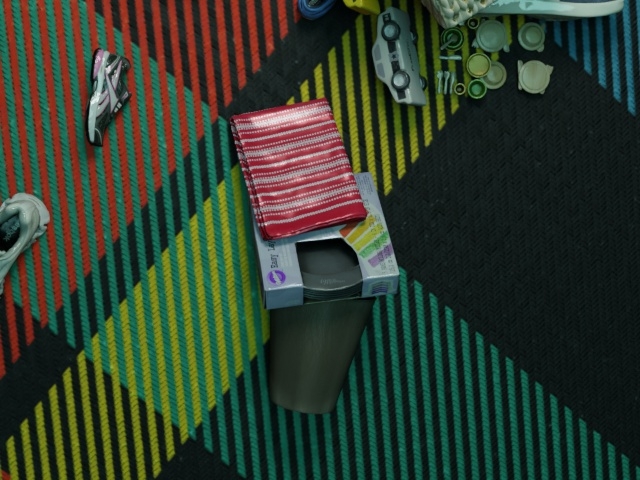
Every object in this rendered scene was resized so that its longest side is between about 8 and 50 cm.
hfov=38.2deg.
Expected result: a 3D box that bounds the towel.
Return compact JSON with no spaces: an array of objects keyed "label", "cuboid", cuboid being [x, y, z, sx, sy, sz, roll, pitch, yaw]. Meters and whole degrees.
[{"label":"towel","cuboid":[-0.043,-0.135,1.695,0.198,0.031,0.275,-12,66,-11]}]

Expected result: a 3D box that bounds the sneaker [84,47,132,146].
[{"label":"sneaker","cuboid":[-0.385,-0.257,1.688,0.077,0.072,0.178,7,99,-19]}]

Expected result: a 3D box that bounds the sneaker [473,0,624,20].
[{"label":"sneaker","cuboid":[0.411,-0.498,1.752,0.350,0.131,0.148,1,99,-8]}]

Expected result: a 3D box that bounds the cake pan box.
[{"label":"cake pan box","cuboid":[0.000,0.000,1.687,0.245,0.070,0.267,-6,52,-5]}]

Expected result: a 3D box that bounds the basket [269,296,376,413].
[{"label":"basket","cuboid":[-0.014,0.199,1.740,0.204,0.154,0.227,9,97,-3]}]

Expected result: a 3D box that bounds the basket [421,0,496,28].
[{"label":"basket","cuboid":[0.215,-0.600,1.568,0.266,0.328,0.331,-33,138,4]}]

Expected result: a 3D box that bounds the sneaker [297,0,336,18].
[{"label":"sneaker","cuboid":[0.033,-0.502,1.723,0.069,0.082,0.209,37,87,-7]}]

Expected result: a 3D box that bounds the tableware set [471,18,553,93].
[{"label":"tableware set","cuboid":[0.377,-0.362,1.815,0.168,0.020,0.141,2,94,-7]}]

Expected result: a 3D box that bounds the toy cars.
[{"label":"toy cars","cuboid":[0.089,-0.411,1.692,0.087,0.176,0.394,-13,127,29]}]

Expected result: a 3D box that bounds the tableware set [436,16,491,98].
[{"label":"tableware set","cuboid":[0.280,-0.354,1.788,0.104,0.024,0.154,5,95,3]}]

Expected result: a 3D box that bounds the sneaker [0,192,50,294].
[{"label":"sneaker","cuboid":[-0.602,0.043,1.655,0.110,0.118,0.292,33,91,-11]}]
